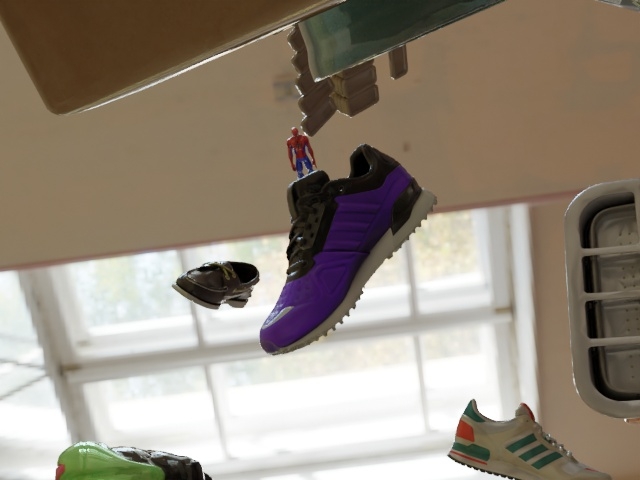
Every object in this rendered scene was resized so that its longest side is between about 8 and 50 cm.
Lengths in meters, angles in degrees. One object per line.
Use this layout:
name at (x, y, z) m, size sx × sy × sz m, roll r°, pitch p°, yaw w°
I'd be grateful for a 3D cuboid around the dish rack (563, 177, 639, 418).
dish rack at (0.444, 0.058, 1.312) m, size 0.072 × 0.332 × 0.286 m, roll 51°, pitch -144°, yaw -56°

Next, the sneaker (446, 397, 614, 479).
sneaker at (0.206, 0.197, 1.148) m, size 0.057 × 0.161 × 0.075 m, roll 49°, pitch -125°, yaw -75°

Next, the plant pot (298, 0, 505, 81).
plant pot at (0.090, -0.280, 1.012) m, size 0.293 × 0.293 × 0.196 m, roll -82°, pitch -32°, yaw -82°

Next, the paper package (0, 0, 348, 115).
paper package at (-0.088, -0.286, 0.806) m, size 0.310 × 0.324 × 0.168 m, roll 64°, pitch -162°, yaw -13°

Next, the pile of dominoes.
pile of dominoes at (0.025, -0.281, 1.575) m, size 0.040 × 0.196 × 0.251 m, roll 29°, pitch 140°, yaw 42°

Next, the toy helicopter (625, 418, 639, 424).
toy helicopter at (0.510, 0.211, 1.779) m, size 0.355 × 0.140 × 0.235 m, roll 73°, pitch -163°, yaw -55°

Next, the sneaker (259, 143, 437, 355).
sneaker at (0.000, 0.000, 1.410) m, size 0.146 × 0.293 × 0.102 m, roll 48°, pitch 154°, yaw -13°

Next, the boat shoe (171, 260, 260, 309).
boat shoe at (-0.164, 0.064, 1.910) m, size 0.069 × 0.081 × 0.227 m, roll -57°, pitch -16°, yaw 8°

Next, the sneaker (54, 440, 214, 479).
sneaker at (-0.201, 0.389, 1.465) m, size 0.483 × 0.202 × 0.185 m, roll 95°, pitch 172°, yaw -61°

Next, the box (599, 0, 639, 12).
box at (0.544, -0.437, 1.593) m, size 0.097 × 0.394 × 0.318 m, roll 70°, pitch -142°, yaw -75°

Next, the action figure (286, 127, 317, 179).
action figure at (-0.026, -0.117, 1.769) m, size 0.030 × 0.038 × 0.115 m, roll -96°, pitch -8°, yaw -56°
